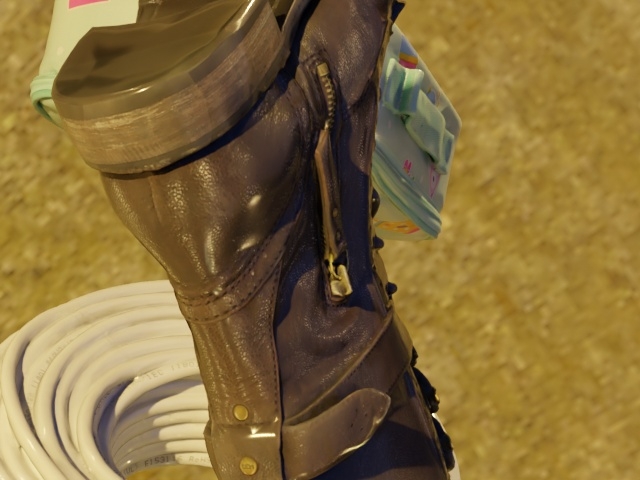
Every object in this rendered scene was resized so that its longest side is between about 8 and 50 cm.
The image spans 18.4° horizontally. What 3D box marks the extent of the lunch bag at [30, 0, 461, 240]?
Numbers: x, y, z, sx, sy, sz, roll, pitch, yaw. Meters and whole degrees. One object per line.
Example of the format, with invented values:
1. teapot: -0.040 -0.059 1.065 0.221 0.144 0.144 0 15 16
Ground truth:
1. lunch bag: -0.033 -0.078 1.202 0.279 0.224 0.107 36 68 -69

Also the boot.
1. boot: 0.000 0.000 0.743 0.263 0.091 0.229 -52 128 -51

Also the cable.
1. cable: -0.055 0.123 1.007 0.257 0.089 0.257 28 36 22
